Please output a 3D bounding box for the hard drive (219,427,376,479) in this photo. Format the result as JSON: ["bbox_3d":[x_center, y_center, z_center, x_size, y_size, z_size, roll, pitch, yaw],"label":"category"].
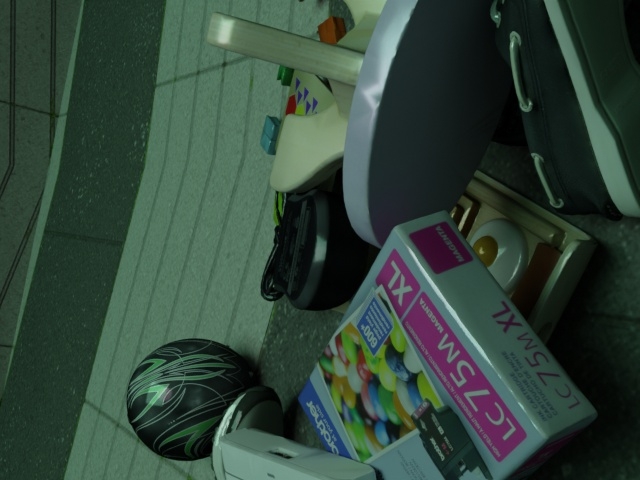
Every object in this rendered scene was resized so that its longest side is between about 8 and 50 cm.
[{"bbox_3d":[-0.001,0.368,0.761,0.233,0.047,0.352,-5,96,57],"label":"hard drive"}]

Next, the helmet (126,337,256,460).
[{"bbox_3d":[-0.177,0.212,1.107,0.161,0.170,0.169,113,151,-48],"label":"helmet"}]

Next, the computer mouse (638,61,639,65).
[{"bbox_3d":[0.233,-0.214,0.633,0.262,0.060,0.184,17,121,42],"label":"computer mouse"}]

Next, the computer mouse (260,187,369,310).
[{"bbox_3d":[0.000,0.000,0.861,0.272,0.072,0.188,-145,67,-75],"label":"computer mouse"}]

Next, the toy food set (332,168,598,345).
[{"bbox_3d":[0.103,0.038,0.779,0.306,0.092,0.219,44,117,53],"label":"toy food set"}]

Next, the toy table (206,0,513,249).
[{"bbox_3d":[0.049,-0.144,0.682,0.161,0.252,0.274,27,97,37],"label":"toy table"}]

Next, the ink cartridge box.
[{"bbox_3d":[0.073,0.146,0.670,0.185,0.065,0.311,57,146,27],"label":"ink cartridge box"}]

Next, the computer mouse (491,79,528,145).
[{"bbox_3d":[0.148,-0.145,0.803,0.242,0.041,0.071,36,106,49],"label":"computer mouse"}]

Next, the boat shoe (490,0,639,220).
[{"bbox_3d":[0.172,-0.149,0.597,0.091,0.114,0.302,-2,113,48],"label":"boat shoe"}]

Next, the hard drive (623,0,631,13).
[{"bbox_3d":[0.213,-0.304,0.759,0.172,0.054,0.254,-65,34,20],"label":"hard drive"}]

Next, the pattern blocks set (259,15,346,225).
[{"bbox_3d":[-0.010,-0.138,1.032,0.324,0.026,0.285,-113,36,-49],"label":"pattern blocks set"}]

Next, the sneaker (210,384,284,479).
[{"bbox_3d":[-0.069,0.311,0.968,0.108,0.100,0.271,-3,80,43],"label":"sneaker"}]
